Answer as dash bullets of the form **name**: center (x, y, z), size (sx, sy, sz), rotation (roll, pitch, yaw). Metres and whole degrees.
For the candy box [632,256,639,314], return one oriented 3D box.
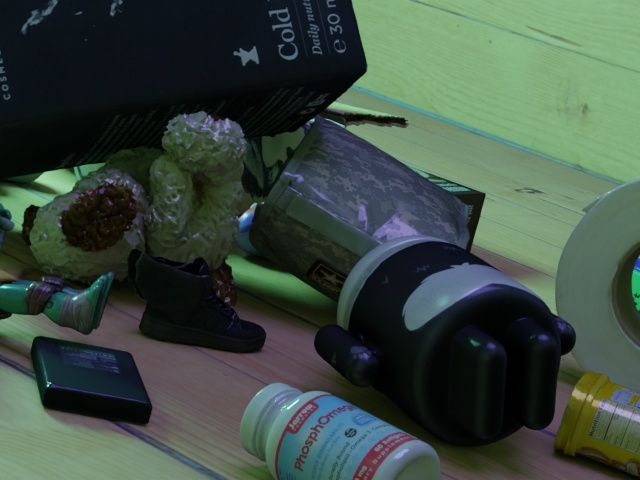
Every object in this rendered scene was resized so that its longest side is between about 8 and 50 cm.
- **candy box**: center (0.551, 0.129, 2.220), size (0.268, 0.122, 0.317), rotation (8, 13, -31)

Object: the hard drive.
- **hard drive**: center (-0.204, 0.122, 1.509), size (0.094, 0.022, 0.135), rotation (12, 12, -17)

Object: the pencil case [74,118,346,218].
- **pencil case**: center (-0.137, -0.113, 2.305), size (0.410, 0.183, 0.160), rotation (4, 5, -42)

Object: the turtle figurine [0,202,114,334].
- **turtle figurine**: center (-0.314, 0.027, 1.583), size (0.234, 0.118, 0.175), rotation (18, 19, -3)

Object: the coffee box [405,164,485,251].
- **coffee box**: center (0.108, -0.064, 2.603), size (0.246, 0.098, 0.141), rotation (21, 13, 27)

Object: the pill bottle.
- **pill bottle**: center (0.013, 0.175, 1.384), size (0.160, 0.087, 0.087), rotation (24, 14, 37)

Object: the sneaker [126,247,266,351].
- **sneaker**: center (-0.123, 0.060, 1.742), size (0.170, 0.089, 0.051), rotation (9, 13, -29)

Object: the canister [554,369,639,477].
- **canister**: center (0.333, 0.200, 1.727), size (0.170, 0.073, 0.126), rotation (20, 12, 15)

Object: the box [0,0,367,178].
- **box**: center (-0.255, -0.347, 1.974), size (0.472, 0.480, 0.297), rotation (-11, -7, -20)

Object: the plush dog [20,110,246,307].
- **plush dog**: center (-0.209, -0.012, 1.860), size (0.225, 0.210, 0.262), rotation (-9, -6, -31)

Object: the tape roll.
- **tape roll**: center (0.419, 0.058, 1.982), size (0.286, 0.286, 0.100), rotation (20, 13, 19)

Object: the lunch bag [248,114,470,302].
- **lunch bag**: center (0.046, -0.013, 2.020), size (0.235, 0.169, 0.287), rotation (31, 12, -1)

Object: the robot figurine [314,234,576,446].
- **robot figurine**: center (0.127, 0.101, 1.692), size (0.209, 0.173, 0.278), rotation (36, -1, -31)

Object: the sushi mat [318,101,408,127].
- **sushi mat**: center (-0.047, -0.190, 2.269), size (0.316, 0.019, 0.151), rotation (18, 12, 37)

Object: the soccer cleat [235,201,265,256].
- **soccer cleat**: center (0.000, 0.000, 2.225), size (0.248, 0.083, 0.095), rotation (9, 18, -42)

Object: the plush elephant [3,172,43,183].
- **plush elephant**: center (-0.523, -0.233, 2.181), size (0.272, 0.255, 0.330), rotation (24, 14, 35)
